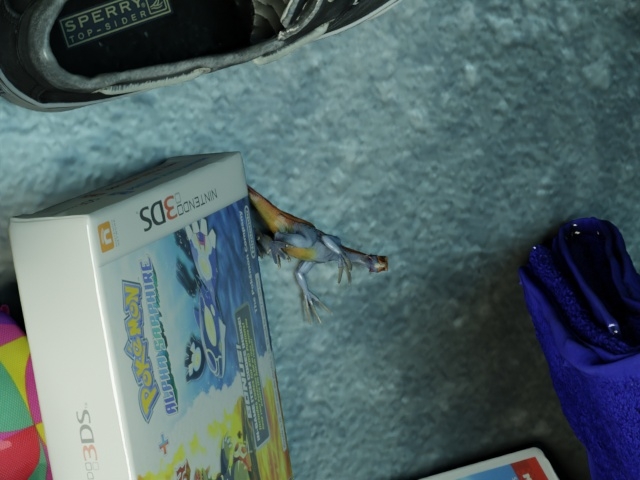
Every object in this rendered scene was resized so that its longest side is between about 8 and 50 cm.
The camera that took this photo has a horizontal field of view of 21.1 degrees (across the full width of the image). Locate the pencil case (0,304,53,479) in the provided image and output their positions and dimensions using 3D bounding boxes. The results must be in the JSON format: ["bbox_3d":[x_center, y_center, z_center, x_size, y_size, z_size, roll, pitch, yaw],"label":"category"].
[{"bbox_3d":[-0.224,0.115,0.786,0.236,0.104,0.104,-25,105,-28],"label":"pencil case"}]

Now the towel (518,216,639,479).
[{"bbox_3d":[0.194,0.156,0.969,0.076,0.227,0.308,-21,106,5],"label":"towel"}]

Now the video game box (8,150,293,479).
[{"bbox_3d":[-0.073,0.070,0.833,0.187,0.048,0.205,-31,114,-66],"label":"video game box"}]

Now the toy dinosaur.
[{"bbox_3d":[0.000,0.000,0.936,0.082,0.047,0.090,-12,89,-47],"label":"toy dinosaur"}]

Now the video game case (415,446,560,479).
[{"bbox_3d":[0.047,0.230,0.915,0.285,0.025,0.204,-11,57,-28],"label":"video game case"}]

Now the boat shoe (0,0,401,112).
[{"bbox_3d":[-0.026,-0.145,0.872,0.301,0.102,0.108,-23,105,-26],"label":"boat shoe"}]
